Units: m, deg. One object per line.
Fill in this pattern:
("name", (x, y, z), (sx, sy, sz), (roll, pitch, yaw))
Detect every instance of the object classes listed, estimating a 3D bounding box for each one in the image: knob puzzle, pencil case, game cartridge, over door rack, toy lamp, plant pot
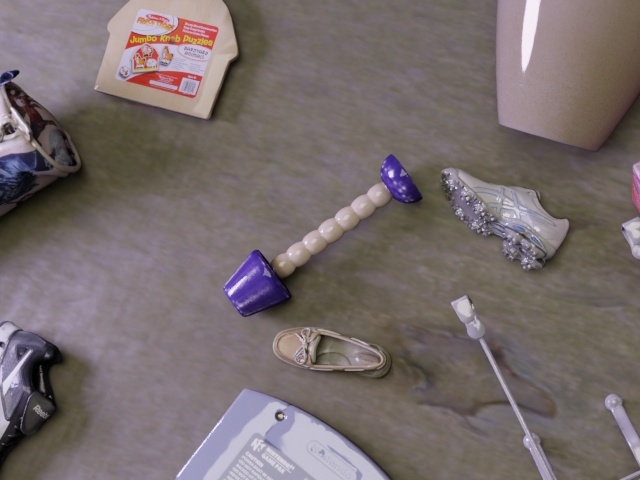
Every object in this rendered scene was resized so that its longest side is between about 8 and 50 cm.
("knob puzzle", (-0.197, -0.270, 1.985), (0.213, 0.030, 0.213), (-3, 76, 12))
("pencil case", (-0.528, -0.055, 1.924), (0.410, 0.183, 0.160), (-31, 73, 4))
("game cartridge", (-0.020, 0.325, 1.790), (0.297, 0.062, 0.198), (37, 82, 18))
("over door rack", (0.330, 0.159, 1.711), (0.239, 0.108, 0.324), (-26, 93, 5))
("toy lamp", (0.000, 0.000, 1.854), (0.275, 0.080, 0.080), (-34, 72, 1))
("plant pot", (0.318, -0.255, 1.779), (0.256, 0.256, 0.274), (17, 97, 15))

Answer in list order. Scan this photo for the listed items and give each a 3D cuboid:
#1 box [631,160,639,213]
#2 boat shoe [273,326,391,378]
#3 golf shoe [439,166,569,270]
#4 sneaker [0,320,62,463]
("box", (0.530, -0.073, 1.719), (0.300, 0.154, 0.142), (-25, 73, 4))
("boat shoe", (0.012, 0.139, 1.830), (0.153, 0.048, 0.056), (14, 79, 15))
("golf shoe", (0.231, -0.042, 1.831), (0.176, 0.069, 0.086), (41, 68, 15))
("sneaker", (-0.398, 0.225, 1.881), (0.106, 0.078, 0.234), (12, 77, 17))
